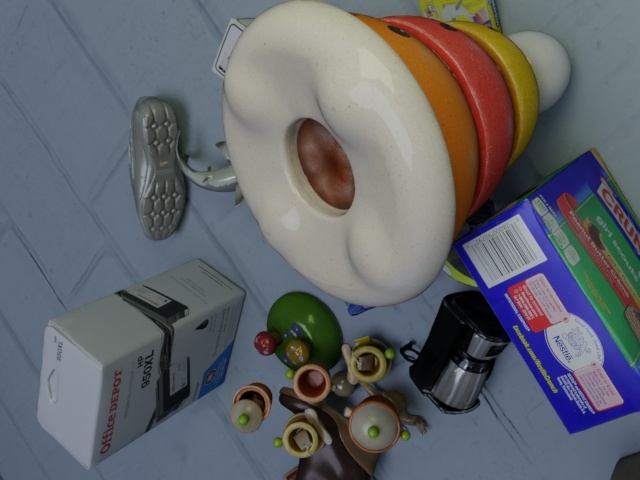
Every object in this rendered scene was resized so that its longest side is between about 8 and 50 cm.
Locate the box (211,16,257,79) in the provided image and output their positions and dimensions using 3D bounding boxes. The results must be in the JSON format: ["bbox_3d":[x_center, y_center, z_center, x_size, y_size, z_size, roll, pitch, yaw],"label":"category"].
[{"bbox_3d":[-0.004,-0.265,1.014,0.169,0.290,0.087,42,126,18],"label":"box"}]

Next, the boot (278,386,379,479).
[{"bbox_3d":[-0.018,0.432,1.309,0.248,0.207,0.090,32,165,3],"label":"boot"}]

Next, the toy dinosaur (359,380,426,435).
[{"bbox_3d":[0.125,0.328,1.294,0.183,0.053,0.092,36,108,12],"label":"toy dinosaur"}]

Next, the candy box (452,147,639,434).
[{"bbox_3d":[0.342,0.046,0.856,0.122,0.317,0.268,-34,86,37],"label":"candy box"}]

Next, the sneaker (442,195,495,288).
[{"bbox_3d":[0.210,-0.055,0.963,0.121,0.111,0.300,103,155,-45],"label":"sneaker"}]

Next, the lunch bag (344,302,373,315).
[{"bbox_3d":[0.127,0.033,1.070,0.176,0.219,0.090,-46,71,36],"label":"lunch bag"}]

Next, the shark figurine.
[{"bbox_3d":[-0.189,-0.129,1.324,0.278,0.116,0.166,1,73,28],"label":"shark figurine"}]

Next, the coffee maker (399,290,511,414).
[{"bbox_3d":[0.223,0.176,1.114,0.171,0.120,0.178,32,121,24],"label":"coffee maker"}]

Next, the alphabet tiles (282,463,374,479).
[{"bbox_3d":[0.036,0.545,1.332,0.237,0.198,0.009,52,152,21],"label":"alphabet tiles"}]

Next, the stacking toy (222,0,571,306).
[{"bbox_3d":[0.149,-0.165,0.833,0.350,0.480,0.350,33,138,35],"label":"stacking toy"}]

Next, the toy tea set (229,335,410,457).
[{"bbox_3d":[-0.004,0.315,1.217,0.336,0.124,0.200,-19,89,9],"label":"toy tea set"}]

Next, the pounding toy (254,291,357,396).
[{"bbox_3d":[-0.048,0.231,1.336,0.183,0.110,0.237,-25,90,39],"label":"pounding toy"}]

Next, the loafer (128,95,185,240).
[{"bbox_3d":[-0.362,-0.156,1.439,0.111,0.112,0.319,36,126,48],"label":"loafer"}]

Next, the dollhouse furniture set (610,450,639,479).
[{"bbox_3d":[0.570,0.345,0.835,0.394,0.256,0.362,-41,81,38],"label":"dollhouse furniture set"}]

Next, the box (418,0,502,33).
[{"bbox_3d":[0.209,-0.328,0.975,0.105,0.043,0.179,-1,119,36],"label":"box"}]

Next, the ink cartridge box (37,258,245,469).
[{"bbox_3d":[-0.369,0.246,1.391,0.166,0.395,0.285,31,122,24],"label":"ink cartridge box"}]
